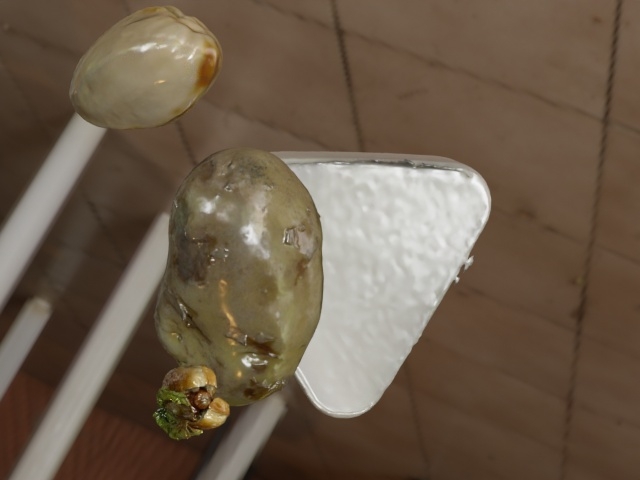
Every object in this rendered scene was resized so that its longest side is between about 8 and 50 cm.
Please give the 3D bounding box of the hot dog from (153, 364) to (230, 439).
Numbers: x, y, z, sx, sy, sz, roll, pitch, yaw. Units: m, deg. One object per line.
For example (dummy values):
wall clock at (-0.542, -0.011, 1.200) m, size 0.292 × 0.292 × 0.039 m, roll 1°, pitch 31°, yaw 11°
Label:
hot dog at (-0.107, 0.128, 1.111) m, size 0.056 × 0.041 × 0.133 m, roll 65°, pitch 160°, yaw -3°

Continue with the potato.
potato at (-0.075, 0.036, 1.384) m, size 0.165 × 0.262 × 0.165 m, roll 10°, pitch -159°, yaw -4°

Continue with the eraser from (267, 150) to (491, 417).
eraser at (0.000, 0.000, 1.650) m, size 0.331 × 0.331 × 0.150 m, roll 31°, pitch -176°, yaw -10°

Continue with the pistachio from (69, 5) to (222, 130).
pistachio at (-0.212, -0.206, 1.725) m, size 0.215 × 0.144 × 0.144 m, roll -23°, pitch 130°, yaw 37°
